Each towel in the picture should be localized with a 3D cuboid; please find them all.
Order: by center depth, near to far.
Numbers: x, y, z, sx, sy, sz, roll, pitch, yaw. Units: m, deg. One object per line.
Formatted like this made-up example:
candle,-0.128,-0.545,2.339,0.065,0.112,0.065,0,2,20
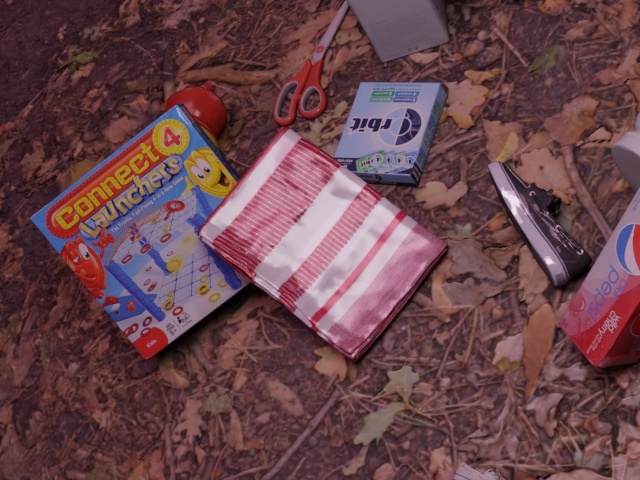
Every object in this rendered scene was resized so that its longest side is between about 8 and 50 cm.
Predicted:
towel,0.000,0.000,1.558,0.329,0.037,0.237,38,82,10

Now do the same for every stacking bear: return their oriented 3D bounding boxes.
stacking bear,-0.259,-0.162,1.826,0.164,0.175,0.289,13,56,9

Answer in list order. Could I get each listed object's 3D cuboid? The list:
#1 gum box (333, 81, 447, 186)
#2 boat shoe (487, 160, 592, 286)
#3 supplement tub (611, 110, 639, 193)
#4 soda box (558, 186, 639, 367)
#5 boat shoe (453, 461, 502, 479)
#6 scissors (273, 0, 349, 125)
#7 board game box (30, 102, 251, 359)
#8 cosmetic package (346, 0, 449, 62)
gum box,0.115,-0.184,1.701,0.156,0.041,0.185,6,66,31
boat shoe,0.325,-0.038,1.475,0.076,0.080,0.229,-28,53,4
supplement tub,0.552,-0.155,1.345,0.272,0.191,0.191,-40,50,1
soda box,0.409,0.041,1.274,0.092,0.083,0.263,56,139,39
boat shoe,0.225,0.323,1.335,0.100,0.035,0.035,15,72,42
scissors,-0.015,-0.344,1.884,0.109,0.021,0.297,-2,62,30
board game box,-0.258,-0.015,1.651,0.308,0.302,0.086,-37,9,4
cosmetic package,0.124,-0.482,1.760,0.138,0.225,0.224,-15,56,21
